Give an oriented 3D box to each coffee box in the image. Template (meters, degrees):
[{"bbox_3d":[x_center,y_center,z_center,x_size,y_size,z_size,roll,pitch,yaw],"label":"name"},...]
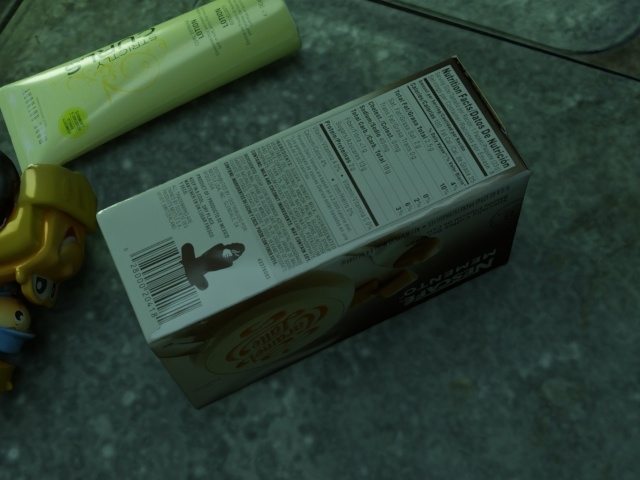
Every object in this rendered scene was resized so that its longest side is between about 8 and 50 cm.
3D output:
[{"bbox_3d":[0.000,0.000,0.604,0.247,0.141,0.098,-24,66,-8],"label":"coffee box"}]

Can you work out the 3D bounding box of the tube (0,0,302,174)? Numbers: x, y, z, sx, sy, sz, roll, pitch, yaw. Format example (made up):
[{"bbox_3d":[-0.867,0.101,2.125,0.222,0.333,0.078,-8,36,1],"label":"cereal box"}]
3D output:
[{"bbox_3d":[-0.134,-0.130,0.719,0.240,0.062,0.070,-24,26,-1],"label":"tube"}]

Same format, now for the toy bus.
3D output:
[{"bbox_3d":[-0.265,0.049,0.610,0.220,0.149,0.211,-4,79,0],"label":"toy bus"}]
